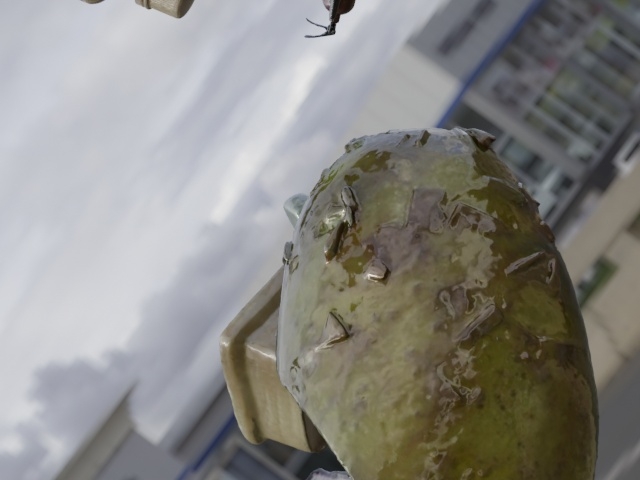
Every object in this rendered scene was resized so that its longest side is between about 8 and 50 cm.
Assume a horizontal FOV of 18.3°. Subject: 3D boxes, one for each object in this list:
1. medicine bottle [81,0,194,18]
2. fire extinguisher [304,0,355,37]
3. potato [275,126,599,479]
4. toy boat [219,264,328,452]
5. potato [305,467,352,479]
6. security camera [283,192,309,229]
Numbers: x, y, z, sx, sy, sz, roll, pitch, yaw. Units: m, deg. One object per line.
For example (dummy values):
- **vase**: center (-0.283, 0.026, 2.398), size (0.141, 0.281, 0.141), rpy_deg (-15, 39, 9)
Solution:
- **medicine bottle**: center (-0.245, -0.309, 2.077), size (0.114, 0.252, 0.114), rpy_deg (23, -90, -83)
- **fire extinguisher**: center (0.016, -0.186, 1.449), size (0.046, 0.032, 0.100), rpy_deg (-116, 36, -60)
- **potato**: center (0.065, 0.073, 1.132), size (0.176, 0.298, 0.141), rpy_deg (-19, -25, 19)
- **toy boat**: center (0.017, 0.054, 1.348), size (0.188, 0.061, 0.116), rpy_deg (-45, -38, -33)
- **potato**: center (0.090, 0.395, 2.164), size (0.189, 0.264, 0.211), rpy_deg (-5, 55, 51)
- **security camera**: center (0.000, 0.000, 1.764), size (0.058, 0.092, 0.058), rpy_deg (-20, 22, 8)
